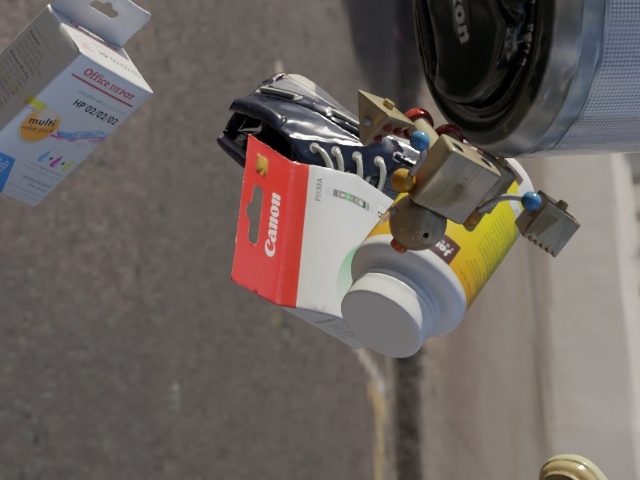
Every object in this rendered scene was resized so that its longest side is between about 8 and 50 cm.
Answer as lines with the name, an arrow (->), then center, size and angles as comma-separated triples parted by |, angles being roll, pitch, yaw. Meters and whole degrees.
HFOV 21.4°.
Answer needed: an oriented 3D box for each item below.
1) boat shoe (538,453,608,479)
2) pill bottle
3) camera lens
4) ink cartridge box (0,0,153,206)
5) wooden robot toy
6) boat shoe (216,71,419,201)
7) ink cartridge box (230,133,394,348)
boat shoe -> 0.280, 0.372, 1.804 | 0.089, 0.105, 0.285 | -11, 88, -53
pill bottle -> 0.107, 0.008, 1.583 | 0.215, 0.117, 0.117 | -52, 139, -36
camera lens -> 0.217, -0.170, 1.185 | 0.219, 0.274, 0.219 | 176, -90, -68
ink cartridge box -> -0.213, -0.119, 1.369 | 0.061, 0.181, 0.104 | 54, 14, 28
wooden robot toy -> 0.073, -0.026, 1.048 | 0.173, 0.079, 0.076 | 26, 17, -31
boat shoe -> 0.031, -0.078, 2.042 | 0.158, 0.341, 0.127 | -31, 146, -57
ink cartridge box -> 0.000, 0.000, 1.868 | 0.225, 0.056, 0.181 | 33, 53, -46
